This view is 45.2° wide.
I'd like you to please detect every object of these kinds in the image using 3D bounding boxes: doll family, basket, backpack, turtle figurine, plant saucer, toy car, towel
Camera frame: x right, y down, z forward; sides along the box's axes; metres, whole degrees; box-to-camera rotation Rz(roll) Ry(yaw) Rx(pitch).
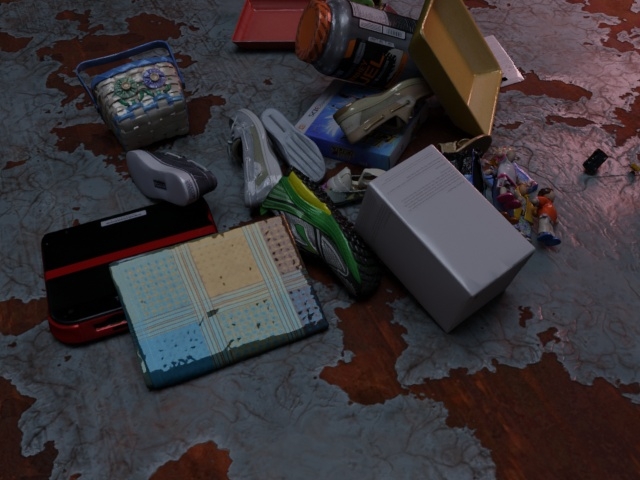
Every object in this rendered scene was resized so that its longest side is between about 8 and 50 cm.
[{"bbox_3d":[0.402,-0.094,1.626,0.118,0.263,0.163,-21,47,36],"label":"doll family"},{"bbox_3d":[-0.468,-0.392,1.992,0.255,0.201,0.289,-24,58,-16],"label":"basket"},{"bbox_3d":[0.300,-0.090,1.658,0.117,0.158,0.173,-4,56,13],"label":"backpack"},{"bbox_3d":[0.092,-0.640,2.168,0.198,0.274,0.266,-38,7,23],"label":"turtle figurine"},{"bbox_3d":[-0.118,-0.651,2.324,0.259,0.047,0.258,1,46,8],"label":"plant saucer"},{"bbox_3d":[0.671,-0.169,1.786,0.122,0.060,0.040,25,6,6],"label":"toy car"},{"bbox_3d":[-0.201,0.114,1.522,0.370,0.040,0.271,-17,70,-14],"label":"towel"},{"bbox_3d":[0.327,-0.448,1.902,0.081,0.332,0.333,-20,33,34],"label":"plant saucer"}]

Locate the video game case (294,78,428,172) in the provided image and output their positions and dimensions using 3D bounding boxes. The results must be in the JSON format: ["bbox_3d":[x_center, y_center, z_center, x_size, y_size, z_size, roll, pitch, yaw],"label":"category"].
[{"bbox_3d":[0.101,-0.295,1.939,0.270,0.061,0.244,17,51,21],"label":"video game case"}]

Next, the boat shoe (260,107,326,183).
[{"bbox_3d":[-0.061,-0.225,1.867,0.083,0.076,0.226,-33,76,-6],"label":"boat shoe"}]

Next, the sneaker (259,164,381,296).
[{"bbox_3d":[0.000,0.000,1.636,0.146,0.134,0.343,-47,57,11],"label":"sneaker"}]

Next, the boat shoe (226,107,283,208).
[{"bbox_3d":[-0.171,-0.199,1.835,0.103,0.118,0.320,-14,52,-14],"label":"boat shoe"}]

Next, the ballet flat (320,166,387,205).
[{"bbox_3d":[0.091,-0.131,1.764,0.222,0.079,0.077,-4,46,2],"label":"ballet flat"}]

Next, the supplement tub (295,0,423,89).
[{"bbox_3d":[0.108,-0.497,1.958,0.316,0.193,0.193,8,41,-23],"label":"supplement tub"}]

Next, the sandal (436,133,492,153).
[{"bbox_3d":[0.294,-0.197,1.803,0.240,0.088,0.079,-37,59,-21],"label":"sandal"}]

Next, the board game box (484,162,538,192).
[{"bbox_3d":[0.437,-0.134,1.773,0.090,0.020,0.090,-23,48,-15],"label":"board game box"}]

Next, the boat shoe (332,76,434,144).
[{"bbox_3d":[0.170,-0.310,1.846,0.302,0.109,0.098,-25,86,-31],"label":"boat shoe"}]

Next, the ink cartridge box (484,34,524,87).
[{"bbox_3d":[0.451,-0.474,2.108,0.145,0.045,0.179,-19,65,-13],"label":"ink cartridge box"}]

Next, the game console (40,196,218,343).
[{"bbox_3d":[-0.400,0.050,1.661,0.387,0.060,0.342,-16,40,-11],"label":"game console"}]

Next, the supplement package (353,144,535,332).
[{"bbox_3d":[0.232,-0.003,1.502,0.177,0.175,0.293,-32,69,-24],"label":"supplement package"}]

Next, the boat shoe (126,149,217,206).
[{"bbox_3d":[-0.349,-0.158,1.797,0.102,0.108,0.301,-25,28,-34],"label":"boat shoe"}]
